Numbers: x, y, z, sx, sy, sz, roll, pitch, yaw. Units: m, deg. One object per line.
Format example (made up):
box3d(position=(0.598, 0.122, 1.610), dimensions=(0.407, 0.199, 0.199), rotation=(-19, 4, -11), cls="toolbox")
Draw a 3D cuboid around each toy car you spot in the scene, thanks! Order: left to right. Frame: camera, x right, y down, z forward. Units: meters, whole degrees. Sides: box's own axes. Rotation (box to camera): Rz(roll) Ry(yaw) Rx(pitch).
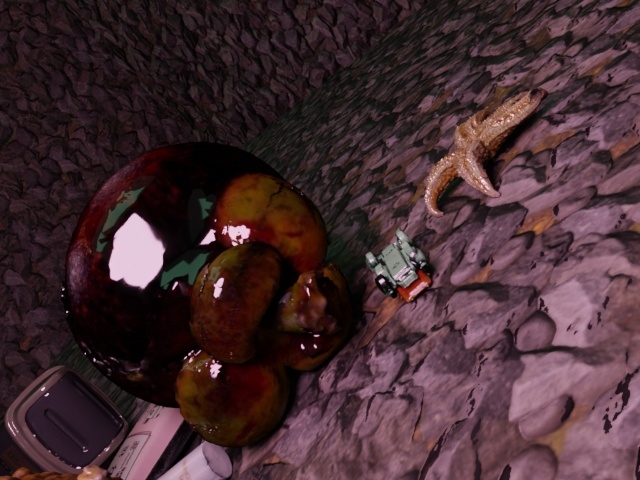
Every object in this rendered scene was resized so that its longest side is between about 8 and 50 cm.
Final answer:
box3d(position=(0.105, 0.034, 0.941), dimensions=(0.073, 0.054, 0.143), rotation=(-42, 12, 6), cls="toy car")

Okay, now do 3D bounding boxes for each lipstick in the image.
box3d(position=(-0.228, 0.365, 0.945), dimensions=(0.264, 0.059, 0.059), rotation=(-40, 17, 14), cls="lipstick")

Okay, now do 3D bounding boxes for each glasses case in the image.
box3d(position=(-0.254, 0.310, 1.111), dimensions=(0.122, 0.075, 0.314), rotation=(-32, 21, 48), cls="glasses case")

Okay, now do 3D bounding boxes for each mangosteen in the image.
box3d(position=(-0.149, 0.071, 0.997), dimensions=(0.381, 0.421, 0.381), rotation=(-43, -26, -27), cls="mangosteen")

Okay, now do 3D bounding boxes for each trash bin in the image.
box3d(position=(-0.507, 0.375, 1.354), dimensions=(0.290, 0.209, 0.182), rotation=(-38, 10, 40), cls="trash bin")

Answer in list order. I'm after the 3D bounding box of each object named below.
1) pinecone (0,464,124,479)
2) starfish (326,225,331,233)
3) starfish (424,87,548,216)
box3d(position=(-0.238, 0.350, 0.690), dimensions=(0.264, 0.264, 0.264), rotation=(-41, 17, 15), cls="pinecone")
box3d(position=(0.000, 0.000, 1.352), dimensions=(0.086, 0.016, 0.092), rotation=(-51, 12, -15), cls="starfish")
box3d(position=(0.233, -0.133, 1.019), dimensions=(0.238, 0.071, 0.216), rotation=(-49, 10, 11), cls="starfish")
